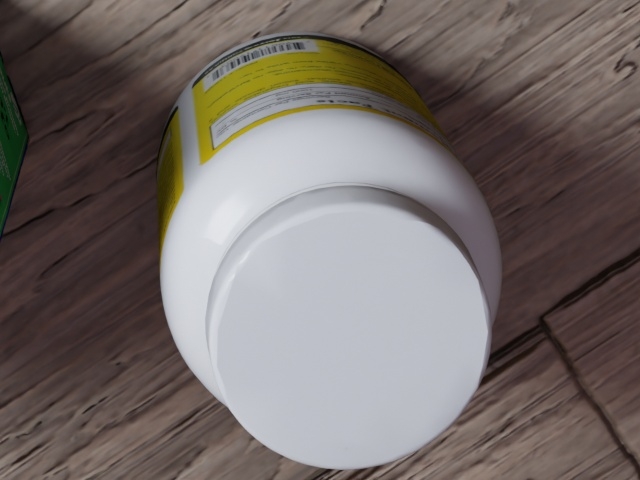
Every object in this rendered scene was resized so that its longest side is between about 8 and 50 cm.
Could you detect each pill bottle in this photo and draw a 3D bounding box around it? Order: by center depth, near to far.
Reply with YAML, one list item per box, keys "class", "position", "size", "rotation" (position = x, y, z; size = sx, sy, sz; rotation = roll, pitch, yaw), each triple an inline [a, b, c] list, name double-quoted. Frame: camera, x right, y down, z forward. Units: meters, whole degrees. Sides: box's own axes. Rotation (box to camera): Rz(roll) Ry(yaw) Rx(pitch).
- class: "pill bottle"
  position: [0.000, 0.000, 1.063]
  size: [0.188, 0.334, 0.187]
  rotation: [-2, 108, -5]

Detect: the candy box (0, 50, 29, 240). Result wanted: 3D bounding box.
- class: "candy box"
  position: [-0.316, -0.036, 1.030]
  size: [0.268, 0.317, 0.122]
  rotation: [-14, 110, 0]
